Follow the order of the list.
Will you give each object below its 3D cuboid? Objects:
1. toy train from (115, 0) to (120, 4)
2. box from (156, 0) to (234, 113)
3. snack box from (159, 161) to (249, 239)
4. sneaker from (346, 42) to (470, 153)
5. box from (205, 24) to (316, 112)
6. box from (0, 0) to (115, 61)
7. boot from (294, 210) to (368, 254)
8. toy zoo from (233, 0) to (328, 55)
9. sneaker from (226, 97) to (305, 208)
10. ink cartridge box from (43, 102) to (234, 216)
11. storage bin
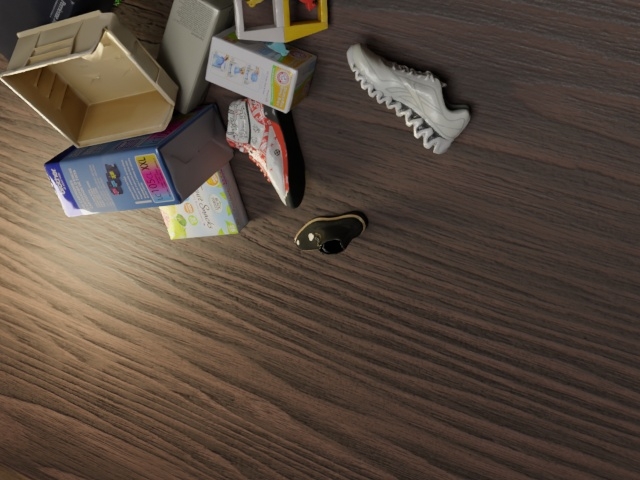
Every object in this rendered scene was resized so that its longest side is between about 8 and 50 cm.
[{"bbox_3d":[-0.450,-0.566,1.900,0.017,0.023,0.083,43,127,-3],"label":"toy train"},{"bbox_3d":[-0.285,-0.428,1.859,0.113,0.094,0.275,33,127,5],"label":"box"},{"bbox_3d":[-0.301,-0.099,2.075,0.207,0.070,0.174,-6,115,26],"label":"snack box"},{"bbox_3d":[0.180,-0.311,1.709,0.292,0.110,0.118,39,120,-10],"label":"sneaker"},{"bbox_3d":[-0.126,-0.371,1.803,0.203,0.114,0.103,25,125,12],"label":"box"},{"bbox_3d":[-0.635,-0.567,1.845,0.312,0.179,0.343,46,142,-5],"label":"box"},{"bbox_3d":[0.000,0.000,1.948,0.198,0.137,0.076,-23,106,35],"label":"boot"},{"bbox_3d":[-0.083,-0.516,1.680,0.192,0.030,0.293,-11,121,-13],"label":"toy zoo"},{"bbox_3d":[-0.128,-0.202,1.922,0.145,0.090,0.270,-1,114,27],"label":"sneaker"},{"bbox_3d":[-0.445,-0.185,1.966,0.396,0.270,0.151,-6,117,28],"label":"ink cartridge box"},{"bbox_3d":[-0.482,-0.337,1.786,0.261,0.123,0.262,-7,148,24],"label":"storage bin"}]
